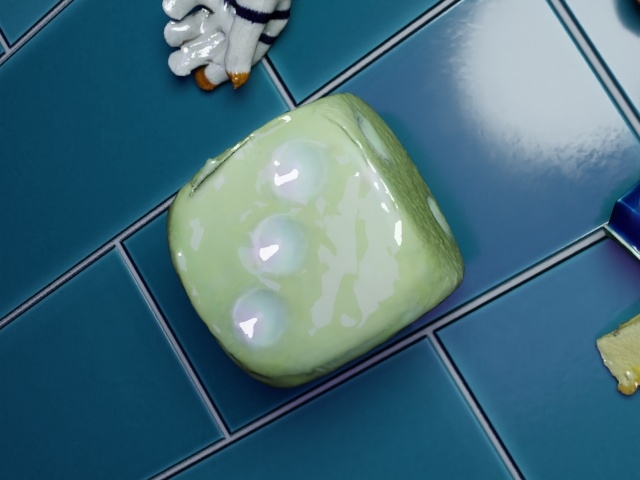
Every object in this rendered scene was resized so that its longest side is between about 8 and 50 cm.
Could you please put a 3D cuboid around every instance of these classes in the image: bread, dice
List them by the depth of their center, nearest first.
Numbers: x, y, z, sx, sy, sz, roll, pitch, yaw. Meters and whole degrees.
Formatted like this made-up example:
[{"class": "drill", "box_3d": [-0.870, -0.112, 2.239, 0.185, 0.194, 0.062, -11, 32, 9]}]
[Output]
[{"class": "bread", "box_3d": [0.367, 0.122, 0.731, 0.109, 0.080, 0.084, -35, 82, 15]}, {"class": "dice", "box_3d": [0.000, 0.000, 0.746, 0.252, 0.254, 0.250, -32, 88, 16]}]

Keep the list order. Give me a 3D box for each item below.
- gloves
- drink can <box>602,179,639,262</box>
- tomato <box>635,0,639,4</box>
[{"class": "gloves", "box_3d": [-0.106, -0.289, 0.833, 0.140, 0.131, 0.219, 39, 136, 9]}, {"class": "drink can", "box_3d": [0.405, -0.050, 0.685, 0.118, 0.118, 0.205, 45, 107, 9]}, {"class": "tomato", "box_3d": [0.394, -0.301, 0.689, 0.155, 0.069, 0.156, 3, 100, 17]}]
